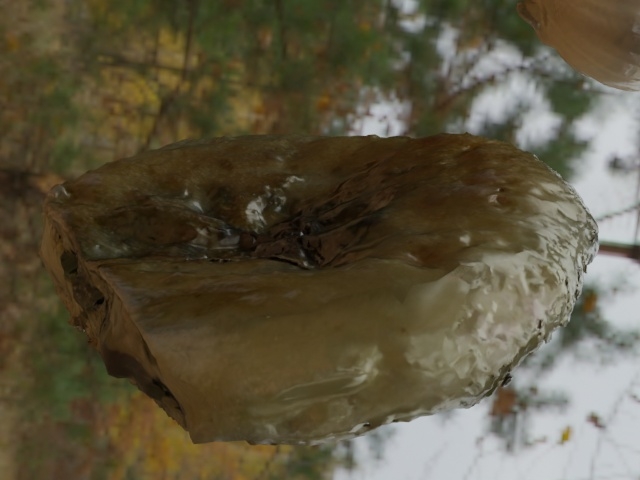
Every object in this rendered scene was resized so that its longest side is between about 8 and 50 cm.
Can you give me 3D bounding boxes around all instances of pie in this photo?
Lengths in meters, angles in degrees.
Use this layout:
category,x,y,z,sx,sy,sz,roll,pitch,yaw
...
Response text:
category,x,y,z,sx,sy,sz,roll,pitch,yaw
pie,0.001,0.003,0.488,0.218,0.185,0.052,28,-53,60

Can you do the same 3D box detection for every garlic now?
category,x,y,z,sx,sy,sz,roll,pitch,yaw
garlic,0.275,-0.265,1.099,0.185,0.203,0.281,128,-27,-51
